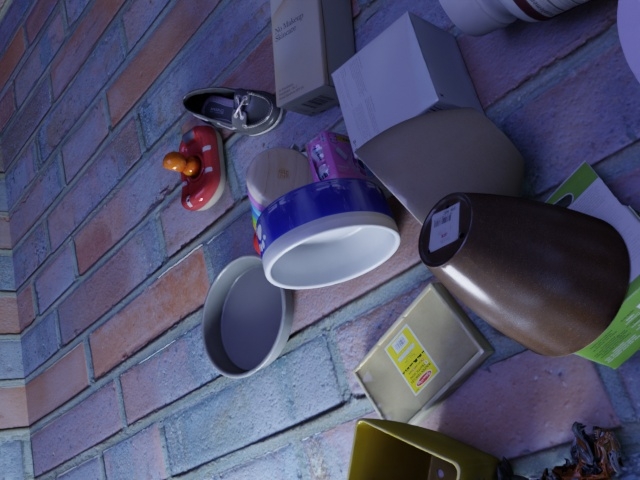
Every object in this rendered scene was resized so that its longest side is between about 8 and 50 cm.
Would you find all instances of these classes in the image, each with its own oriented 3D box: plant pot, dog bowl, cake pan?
[{"bbox_3d":[0.221,-0.107,1.109,0.191,0.284,0.284,-43,54,6],"label":"plant pot"},{"bbox_3d":[0.013,-0.008,1.286,0.265,0.265,0.104,-36,60,38],"label":"dog bowl"},{"bbox_3d":[0.257,0.025,0.925,0.215,0.231,0.215,-46,32,40],"label":"plant pot"},{"bbox_3d":[-0.170,0.178,1.579,0.293,0.054,0.292,-15,67,40],"label":"cake pan"},{"bbox_3d":[0.182,0.420,1.119,0.212,0.187,0.212,12,95,46],"label":"plant pot"}]

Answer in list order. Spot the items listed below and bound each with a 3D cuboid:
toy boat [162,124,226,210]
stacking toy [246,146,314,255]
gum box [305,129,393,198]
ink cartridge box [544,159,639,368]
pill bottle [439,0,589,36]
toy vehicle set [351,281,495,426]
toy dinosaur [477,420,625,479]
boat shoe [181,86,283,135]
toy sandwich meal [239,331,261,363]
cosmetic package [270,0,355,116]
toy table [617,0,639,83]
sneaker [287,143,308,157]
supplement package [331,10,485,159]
[{"bbox_3d":[-0.342,-0.192,1.753,0.151,0.151,0.230,-23,69,42],"label":"toy boat"},{"bbox_3d":[-0.093,-0.058,1.429,0.330,0.141,0.141,108,148,-64],"label":"stacking toy"},{"bbox_3d":[0.060,-0.140,1.307,0.062,0.189,0.107,-33,63,39],"label":"gum box"},{"bbox_3d":[0.415,0.028,0.998,0.188,0.097,0.255,-53,27,28],"label":"ink cartridge box"},{"bbox_3d":[0.373,-0.464,0.997,0.392,0.224,0.223,-13,77,45],"label":"pill bottle"},{"bbox_3d":[0.181,0.226,1.250,0.266,0.035,0.166,-53,52,28],"label":"toy vehicle set"},{"bbox_3d":[0.344,0.426,0.990,0.219,0.164,0.321,12,73,30],"label":"toy dinosaur"},{"bbox_3d":[-0.231,-0.331,1.695,0.335,0.096,0.112,15,96,46],"label":"boat shoe"},{"bbox_3d":[-0.163,0.262,1.608,0.086,0.029,0.085,-15,68,40],"label":"toy sandwich meal"},{"bbox_3d":[-0.017,-0.450,1.478,0.160,0.113,0.309,-16,75,44],"label":"cosmetic package"},{"bbox_3d":[0.516,-0.246,0.870,0.252,0.161,0.274,-27,66,41],"label":"toy table"},{"bbox_3d":[-0.013,-0.142,1.463,0.235,0.090,0.094,30,84,36],"label":"sneaker"},{"bbox_3d":[0.158,-0.269,1.247,0.203,0.149,0.194,-32,63,39],"label":"supplement package"}]
